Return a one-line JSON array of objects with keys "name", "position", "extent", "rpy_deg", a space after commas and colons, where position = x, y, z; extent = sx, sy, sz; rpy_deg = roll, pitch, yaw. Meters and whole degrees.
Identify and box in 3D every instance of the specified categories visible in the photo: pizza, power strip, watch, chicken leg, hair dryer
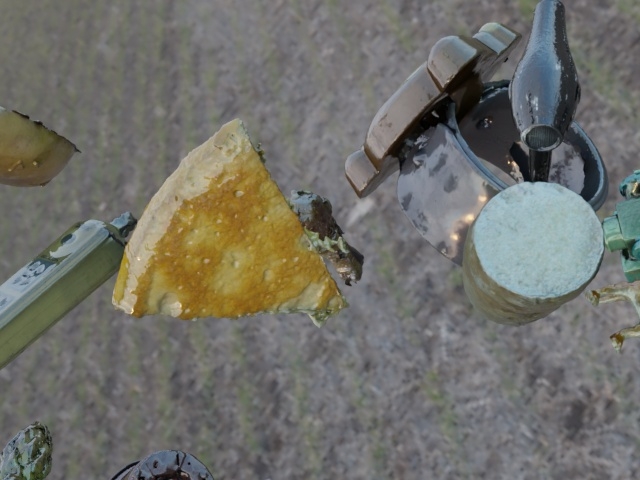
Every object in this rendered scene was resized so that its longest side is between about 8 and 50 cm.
[{"name": "pizza", "position": [-0.088, 0.026, 1.475], "extent": [0.280, 0.288, 0.075], "rpy_deg": [-48, 32, 14]}, {"name": "power strip", "position": [-0.357, 0.087, 1.446], "extent": [0.387, 0.066, 0.092], "rpy_deg": [-42, 27, -25]}, {"name": "watch", "position": [0.261, -0.122, 1.842], "extent": [0.335, 0.327, 0.314], "rpy_deg": [-37, -12, -49]}, {"name": "chicken leg", "position": [-0.001, -0.007, 1.996], "extent": [0.081, 0.196, 0.125], "rpy_deg": [-16, 65, 27]}, {"name": "hair dryer", "position": [0.246, -0.131, 1.389], "extent": [0.075, 0.219, 0.195], "rpy_deg": [4, 51, 10]}]

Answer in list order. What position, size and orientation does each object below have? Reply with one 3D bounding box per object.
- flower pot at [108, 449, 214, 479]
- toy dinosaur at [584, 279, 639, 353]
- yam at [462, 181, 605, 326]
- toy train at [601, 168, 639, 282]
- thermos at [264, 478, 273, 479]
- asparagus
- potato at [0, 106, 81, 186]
[{"name": "flower pot", "position": [-0.122, 0.215, 1.005], "extent": [0.111, 0.111, 0.089], "rpy_deg": [-67, 6, -31]}, {"name": "toy dinosaur", "position": [0.373, 0.058, 1.392], "extent": [0.142, 0.057, 0.212], "rpy_deg": [-25, 24, 5]}, {"name": "yam", "position": [0.214, 0.025, 1.337], "extent": [0.133, 0.133, 0.330], "rpy_deg": [-55, -8, -7]}, {"name": "toy train", "position": [0.509, -0.023, 1.576], "extent": [0.298, 0.194, 0.120], "rpy_deg": [-14, 61, 19]}, {"name": "thermos", "position": [-0.116, 0.442, 1.967], "extent": [0.232, 0.099, 0.124], "rpy_deg": [-27, 39, 15]}, {"name": "asparagus", "position": [-0.178, 0.149, 0.709], "extent": [0.036, 0.030, 0.165], "rpy_deg": [-37, 17, 14]}, {"name": "potato", "position": [-0.446, -0.134, 1.759], "extent": [0.138, 0.243, 0.098], "rpy_deg": [6, 74, 60]}]
